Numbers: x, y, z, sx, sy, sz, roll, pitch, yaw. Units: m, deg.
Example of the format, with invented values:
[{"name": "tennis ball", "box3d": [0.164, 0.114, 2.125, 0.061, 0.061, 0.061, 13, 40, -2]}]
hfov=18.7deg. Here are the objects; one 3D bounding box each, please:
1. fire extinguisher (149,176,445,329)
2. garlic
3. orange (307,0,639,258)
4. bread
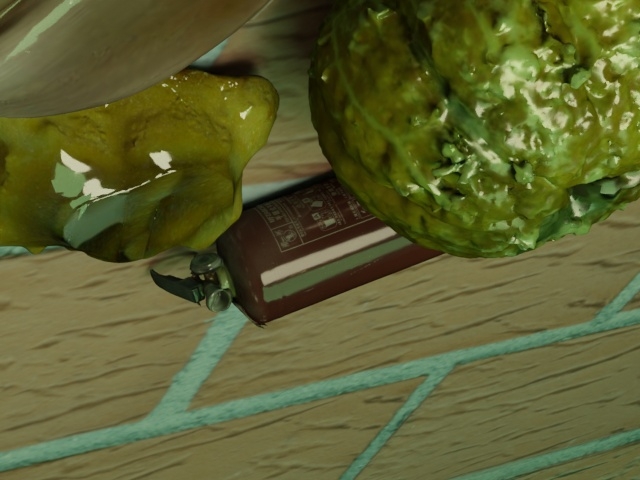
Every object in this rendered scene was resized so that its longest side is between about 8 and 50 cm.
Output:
[{"name": "fire extinguisher", "box3d": [0.000, 0.000, 1.584, 0.269, 0.105, 0.105, -22, 156, -12]}, {"name": "garlic", "box3d": [-0.116, -0.180, 1.032, 0.325, 0.132, 0.279, -33, 151, 11]}, {"name": "orange", "box3d": [0.145, -0.110, 1.346, 0.301, 0.223, 0.300, -22, 161, -11]}, {"name": "bread", "box3d": [-0.139, -0.047, 1.348, 0.233, 0.088, 0.161, -9, 154, -32]}]
